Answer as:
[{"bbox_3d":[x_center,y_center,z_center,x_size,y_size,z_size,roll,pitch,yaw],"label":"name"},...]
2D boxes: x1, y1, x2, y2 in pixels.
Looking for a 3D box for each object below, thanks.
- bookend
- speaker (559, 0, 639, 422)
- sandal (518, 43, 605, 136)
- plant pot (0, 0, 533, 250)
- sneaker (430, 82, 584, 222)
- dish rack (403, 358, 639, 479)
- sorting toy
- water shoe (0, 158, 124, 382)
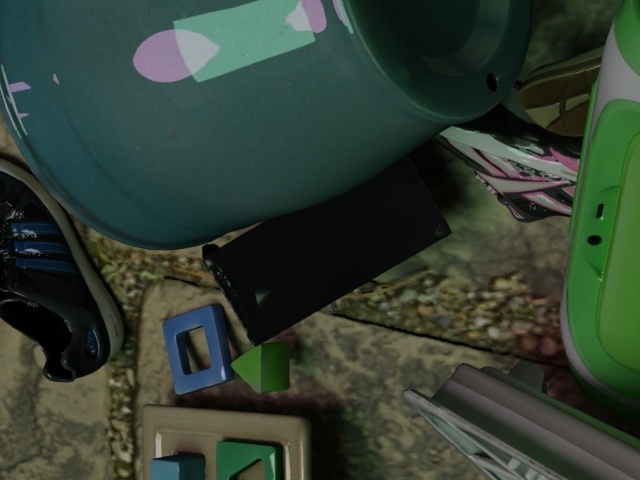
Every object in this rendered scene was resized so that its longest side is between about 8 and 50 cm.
[{"bbox_3d":[0.000,0.000,1.359,0.157,0.156,0.072,-30,94,-1],"label":"bookend"},{"bbox_3d":[0.214,-0.023,1.122,0.131,0.131,0.296,29,142,23],"label":"speaker"},{"bbox_3d":[0.208,-0.105,1.169,0.180,0.049,0.072,-6,134,31],"label":"sandal"},{"bbox_3d":[-0.020,-0.141,1.172,0.255,0.272,0.271,-8,107,42],"label":"plant pot"},{"bbox_3d":[0.126,-0.049,1.252,0.178,0.072,0.077,26,132,28],"label":"sneaker"},{"bbox_3d":[0.217,0.182,1.175,0.285,0.072,0.333,43,173,-22],"label":"dish rack"},{"bbox_3d":[-0.083,0.224,1.487,0.196,0.047,0.347,0,92,43],"label":"sorting toy"},{"bbox_3d":[-0.239,0.021,1.561,0.203,0.080,0.073,53,132,2],"label":"water shoe"}]
